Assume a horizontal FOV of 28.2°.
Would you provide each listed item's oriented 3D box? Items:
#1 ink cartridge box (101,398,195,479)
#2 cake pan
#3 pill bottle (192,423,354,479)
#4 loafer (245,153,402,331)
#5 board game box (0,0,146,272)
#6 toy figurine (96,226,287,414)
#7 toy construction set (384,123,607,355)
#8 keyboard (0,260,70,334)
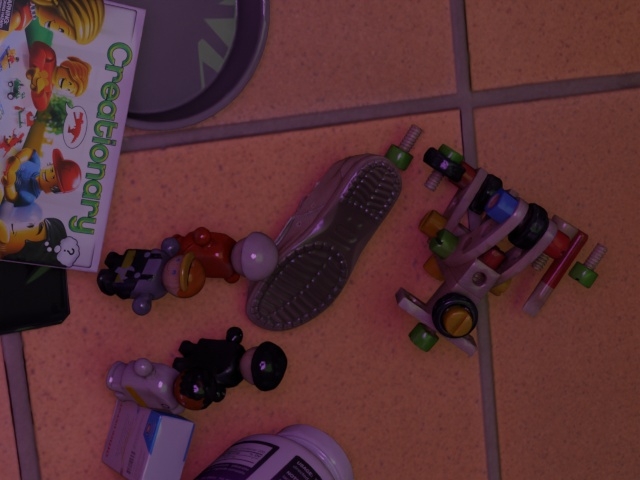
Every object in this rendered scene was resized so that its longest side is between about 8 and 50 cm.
[{"bbox_3d":[-0.207,0.241,1.518,0.052,0.122,0.088,17,88,-33],"label":"ink cartridge box"},{"bbox_3d":[-0.201,-0.277,1.503,0.293,0.054,0.293,-3,97,-28],"label":"cake pan"},{"bbox_3d":[-0.092,0.352,1.514,0.323,0.181,0.181,-36,114,-50],"label":"pill bottle"},{"bbox_3d":[0.000,0.000,1.626,0.102,0.092,0.268,39,93,-25],"label":"loafer"},{"bbox_3d":[-0.316,-0.126,1.402,0.193,0.053,0.305,8,97,-26],"label":"board game box"},{"bbox_3d":[-0.142,0.093,1.481,0.209,0.148,0.213,-12,102,-60],"label":"toy figurine"},{"bbox_3d":[0.216,0.043,1.701,0.309,0.257,0.237,26,100,-39],"label":"toy construction set"},{"bbox_3d":[-0.439,0.020,1.419,0.317,0.033,0.201,-8,105,-29],"label":"keyboard"}]
